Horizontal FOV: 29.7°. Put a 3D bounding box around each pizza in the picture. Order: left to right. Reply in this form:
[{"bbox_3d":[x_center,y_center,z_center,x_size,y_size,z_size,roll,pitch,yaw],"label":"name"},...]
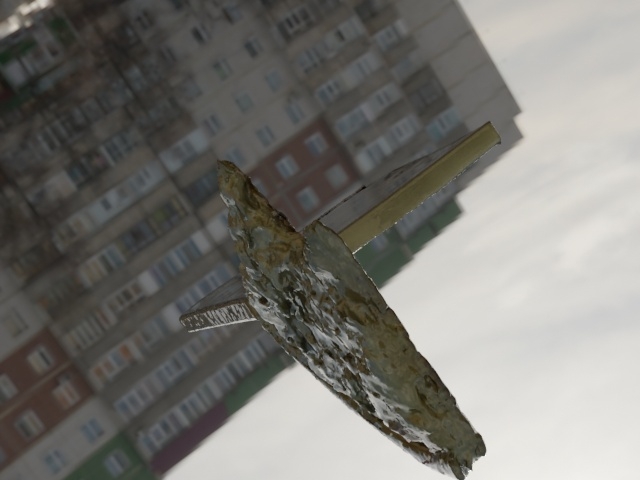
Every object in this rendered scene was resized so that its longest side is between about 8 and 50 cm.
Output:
[{"bbox_3d":[0.010,0.051,0.634,0.034,0.181,0.262,-44,153,-12],"label":"pizza"}]

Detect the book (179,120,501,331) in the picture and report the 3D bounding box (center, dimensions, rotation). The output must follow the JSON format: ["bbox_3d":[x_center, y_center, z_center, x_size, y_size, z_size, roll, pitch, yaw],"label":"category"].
[{"bbox_3d":[0.000,0.000,0.950,0.217,0.021,0.310,-36,-176,-15],"label":"book"}]
